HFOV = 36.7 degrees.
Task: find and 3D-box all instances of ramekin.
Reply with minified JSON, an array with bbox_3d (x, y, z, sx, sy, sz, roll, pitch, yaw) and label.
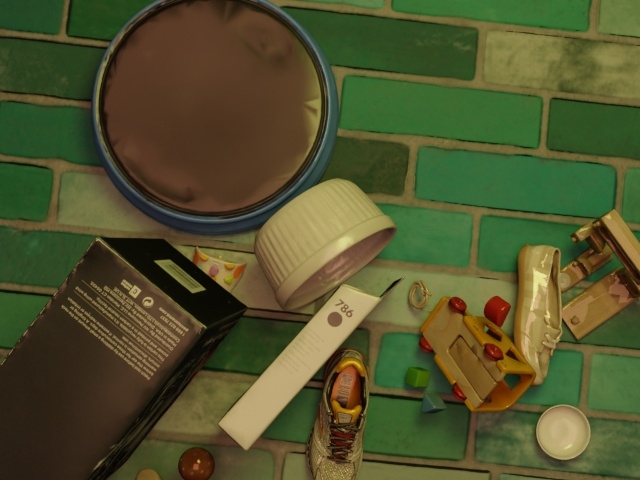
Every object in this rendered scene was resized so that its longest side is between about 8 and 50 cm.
[{"bbox_3d":[0.000,0.000,1.423,0.207,0.207,0.109,-34,78,-4],"label":"ramekin"}]

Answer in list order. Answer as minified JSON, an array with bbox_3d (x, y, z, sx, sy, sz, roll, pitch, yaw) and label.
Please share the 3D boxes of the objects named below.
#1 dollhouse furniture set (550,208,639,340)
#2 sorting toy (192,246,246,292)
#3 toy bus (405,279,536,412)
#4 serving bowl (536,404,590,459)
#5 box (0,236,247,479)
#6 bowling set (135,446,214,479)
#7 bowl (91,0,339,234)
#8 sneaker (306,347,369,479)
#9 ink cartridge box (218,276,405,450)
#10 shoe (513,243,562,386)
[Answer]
[{"bbox_3d":[0.412,0.055,1.450,0.123,0.151,0.144,-34,84,-4],"label":"dollhouse furniture set"},{"bbox_3d":[-0.166,0.060,1.496,0.083,0.045,0.075,18,104,0],"label":"sorting toy"},{"bbox_3d":[0.232,0.162,1.455,0.104,0.191,0.202,9,80,-39],"label":"toy bus"},{"bbox_3d":[0.371,0.294,1.489,0.083,0.027,0.083,0,84,-2],"label":"serving bowl"},{"bbox_3d":[-0.282,0.169,1.312,0.179,0.343,0.312,39,93,3],"label":"box"},{"bbox_3d":[-0.208,0.419,1.410,0.287,0.154,0.200,30,54,23],"label":"bowling set"},{"bbox_3d":[-0.164,-0.204,1.496,0.391,0.077,0.391,0,85,-1],"label":"bowl"},{"bbox_3d":[0.026,0.275,1.450,0.088,0.093,0.225,5,86,-1],"label":"sneaker"},{"bbox_3d":[-0.014,0.159,1.424,0.065,0.165,0.332,43,85,4],"label":"ink cartridge box"},{"bbox_3d":[0.336,0.113,1.474,0.058,0.076,0.219,-4,81,35],"label":"shoe"}]
